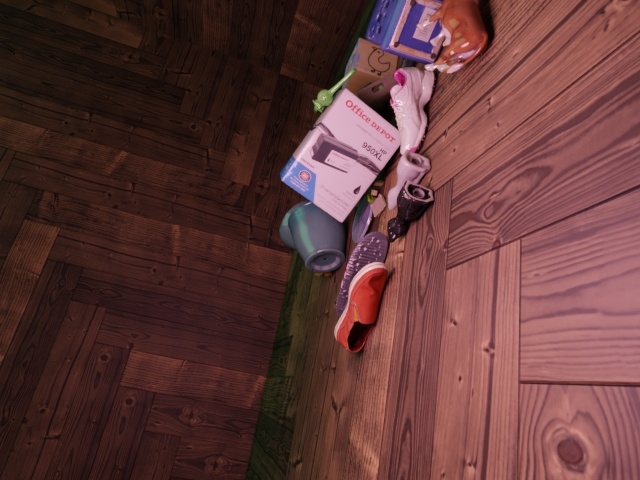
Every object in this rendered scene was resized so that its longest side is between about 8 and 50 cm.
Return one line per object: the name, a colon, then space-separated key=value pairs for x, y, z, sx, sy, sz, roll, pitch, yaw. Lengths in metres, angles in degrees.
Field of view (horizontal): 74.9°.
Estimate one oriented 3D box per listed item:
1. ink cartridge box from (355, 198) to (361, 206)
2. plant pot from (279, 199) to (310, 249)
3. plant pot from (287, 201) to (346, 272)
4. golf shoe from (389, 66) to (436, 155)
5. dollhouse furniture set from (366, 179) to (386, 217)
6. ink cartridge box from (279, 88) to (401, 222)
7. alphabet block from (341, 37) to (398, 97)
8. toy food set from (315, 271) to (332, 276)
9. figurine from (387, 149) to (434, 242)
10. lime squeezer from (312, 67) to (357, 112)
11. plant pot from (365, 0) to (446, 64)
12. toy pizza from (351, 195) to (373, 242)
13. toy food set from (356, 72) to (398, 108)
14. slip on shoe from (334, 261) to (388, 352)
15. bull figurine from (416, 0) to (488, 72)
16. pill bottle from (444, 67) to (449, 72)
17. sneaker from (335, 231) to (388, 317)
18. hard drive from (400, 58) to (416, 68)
ink cartridge box: x=0.088 y=-0.282 z=1.949 sx=0.270 sy=0.197 sz=0.198 roll=-127 pitch=53 yaw=-77
plant pot: x=-0.044 y=-0.042 z=2.221 sx=0.195 sy=0.290 sz=0.290 roll=42 pitch=124 yaw=36
plant pot: x=0.000 y=0.000 z=1.914 sx=0.271 sy=0.272 sz=0.255 roll=117 pitch=149 yaw=-47
golf shoe: x=0.278 y=-0.419 z=1.356 sx=0.115 sy=0.140 sz=0.306 roll=151 pitch=132 yaw=-73
dollhouse furniture set: x=0.223 y=-0.160 z=1.576 sx=0.076 sy=0.059 sz=0.151 roll=-52 pitch=43 yaw=46
ink cartridge box: x=0.076 y=-0.315 z=1.557 sx=0.395 sy=0.285 sz=0.166 roll=-54 pitch=15 yaw=9
alphabet block: x=0.225 y=-0.771 z=1.931 sx=0.193 sy=0.197 sz=0.192 roll=132 pitch=150 yaw=-67
toy food set: x=0.034 y=0.112 z=2.071 sx=0.128 sy=0.071 sz=0.218 roll=-45 pitch=23 yaw=18
figurine: x=0.250 y=-0.129 z=1.260 sx=0.209 sy=0.092 sz=0.215 roll=113 pitch=168 yaw=-52
lime squeezer: x=0.013 y=-0.519 z=1.523 sx=0.310 sy=0.059 sz=0.110 roll=-26 pitch=33 yaw=62
plant pot: x=0.311 y=-0.728 z=1.386 sx=0.212 sy=0.236 sz=0.236 roll=-100 pitch=26 yaw=-50
toy pizza: x=0.177 y=-0.083 z=1.683 sx=0.201 sy=0.032 sz=0.201 roll=-164 pitch=90 yaw=-78
toy food set: x=0.187 y=-0.584 z=1.829 sx=0.220 sy=0.092 sz=0.306 roll=-35 pitch=-7 yaw=-24
slip on shoe: x=0.138 y=0.214 z=1.310 sx=0.101 sy=0.123 sz=0.331 roll=51 pitch=129 yaw=49
bull figurine: x=0.370 y=-0.594 z=1.145 sx=0.188 sy=0.101 sz=0.310 roll=-32 pitch=44 yaw=44
pill bottle: x=0.378 y=-0.524 z=1.239 sx=0.083 sy=0.043 sz=0.043 roll=-129 pitch=54 yaw=-77
sneaker: x=0.137 y=0.110 z=1.439 sx=0.131 sy=0.112 sz=0.319 roll=-41 pitch=-24 yaw=-79
hard drive: x=0.351 y=-0.705 z=1.668 sx=0.135 sy=0.022 sz=0.094 roll=-148 pitch=74 yaw=-79
